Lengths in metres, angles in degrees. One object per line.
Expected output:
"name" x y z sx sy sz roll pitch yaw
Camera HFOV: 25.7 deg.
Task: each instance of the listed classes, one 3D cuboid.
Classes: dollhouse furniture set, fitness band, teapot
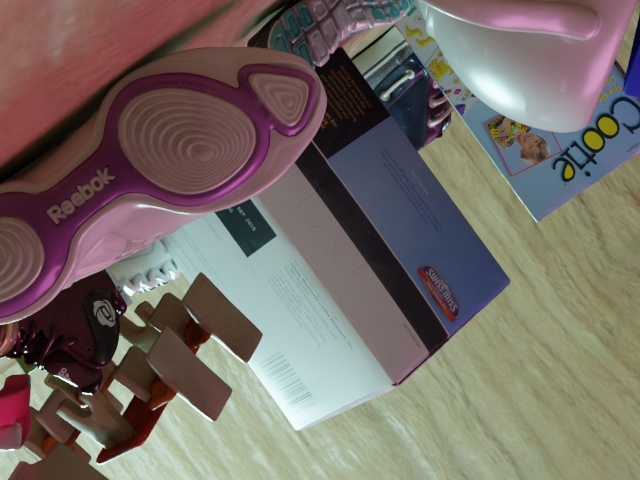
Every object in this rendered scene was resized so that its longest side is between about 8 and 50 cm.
"dollhouse furniture set" -0.188 0.190 1.361 0.262 0.135 0.259 -30 -157 43
"fitness band" -0.375 0.160 1.301 0.209 0.054 0.291 -1 180 -8
"teapot" 0.154 -0.213 1.081 0.256 0.187 0.253 91 21 -70

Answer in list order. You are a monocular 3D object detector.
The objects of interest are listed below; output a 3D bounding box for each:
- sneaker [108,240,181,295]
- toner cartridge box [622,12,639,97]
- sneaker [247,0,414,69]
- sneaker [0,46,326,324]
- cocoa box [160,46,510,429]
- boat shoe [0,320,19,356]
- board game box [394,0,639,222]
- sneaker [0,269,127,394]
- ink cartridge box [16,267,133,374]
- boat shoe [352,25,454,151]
"sneaker" -0.195 -0.010 1.744 0.292 0.118 0.110 -29 -171 -38
"toner cartridge box" 0.322 -0.276 1.129 0.165 0.075 0.348 100 9 -49
"sneaker" 0.005 -0.185 1.141 0.166 0.065 0.076 -32 -165 -31
"sneaker" -0.137 -0.054 1.009 0.305 0.114 0.152 -27 -172 8
"cocoa box" 0.000 0.000 1.633 0.228 0.347 0.231 -37 -179 -37
"boat shoe" -0.316 0.073 1.045 0.178 0.064 0.060 -13 173 14
"board game box" 0.188 -0.177 1.339 0.144 0.275 0.142 -35 -179 15
"sneaker" -0.272 0.087 1.247 0.106 0.162 0.281 -35 -179 45
"ink cartridge box" -0.276 0.054 1.533 0.062 0.109 0.209 -35 -179 27
"boat shoe" 0.155 -0.231 1.911 0.340 0.158 0.127 -35 -179 34
